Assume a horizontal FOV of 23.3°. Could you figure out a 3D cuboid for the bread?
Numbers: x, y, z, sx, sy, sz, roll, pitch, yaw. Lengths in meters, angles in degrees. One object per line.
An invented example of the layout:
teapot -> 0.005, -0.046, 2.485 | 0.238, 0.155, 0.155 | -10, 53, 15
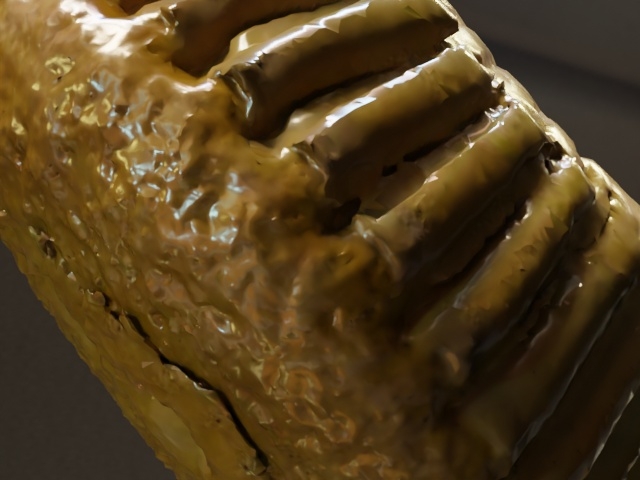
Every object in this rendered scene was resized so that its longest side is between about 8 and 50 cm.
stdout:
bread -> -0.004, 0.001, 0.429 | 0.139, 0.240, 0.240 | -41, -59, -8
